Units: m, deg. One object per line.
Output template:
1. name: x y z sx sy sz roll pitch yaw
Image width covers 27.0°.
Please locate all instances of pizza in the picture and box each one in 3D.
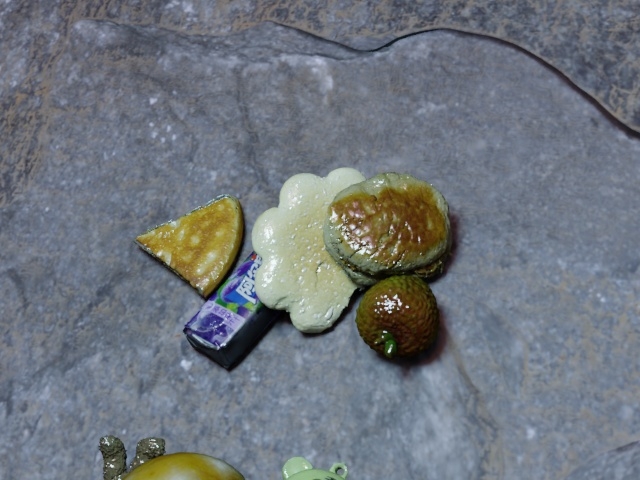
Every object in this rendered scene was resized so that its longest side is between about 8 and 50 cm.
1. pizza: -0.202 0.015 2.023 0.176 0.036 0.185 -8 52 14

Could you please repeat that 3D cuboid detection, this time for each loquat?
1. loquat: -0.188 0.362 1.643 0.227 0.179 0.179 -32 48 -31

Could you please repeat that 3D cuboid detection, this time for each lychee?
1. lychee: 0.106 0.104 1.803 0.114 0.114 0.146 7 36 23

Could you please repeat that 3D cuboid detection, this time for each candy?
1. candy: -0.067 0.048 1.936 0.088 0.061 0.312 26 64 35

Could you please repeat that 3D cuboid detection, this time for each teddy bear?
1. teddy bear: -0.257 0.341 1.759 0.119 0.078 0.160 4 68 -6

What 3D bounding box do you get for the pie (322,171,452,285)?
1. pie: 0.097 -0.018 1.878 0.193 0.079 0.163 -11 73 -16

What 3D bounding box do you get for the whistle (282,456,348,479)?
1. whistle: -0.031 0.387 1.614 0.131 0.106 0.288 27 57 5

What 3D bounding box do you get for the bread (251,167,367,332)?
1. bread: 0.000 0.000 1.900 0.182 0.039 0.251 42 68 -9
